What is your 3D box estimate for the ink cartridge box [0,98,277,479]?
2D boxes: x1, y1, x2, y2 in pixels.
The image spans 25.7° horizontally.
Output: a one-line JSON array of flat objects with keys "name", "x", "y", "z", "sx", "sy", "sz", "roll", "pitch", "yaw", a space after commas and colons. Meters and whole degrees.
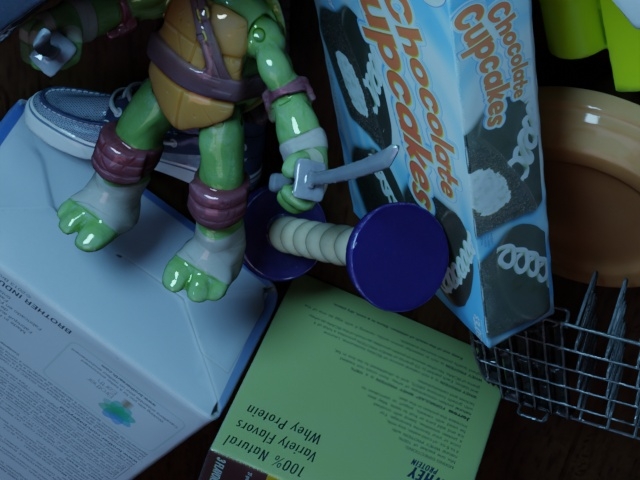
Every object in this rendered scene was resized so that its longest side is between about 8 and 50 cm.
[{"name": "ink cartridge box", "x": -0.255, "y": 0.094, "z": 1.231, "sx": 0.270, "sy": 0.151, "sz": 0.395, "roll": 38, "pitch": 138, "yaw": -10}]

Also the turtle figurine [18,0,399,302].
[{"name": "turtle figurine", "x": -0.100, "y": -0.066, "z": 0.908, "sx": 0.197, "sy": 0.275, "sz": 0.266, "roll": 3, "pitch": 135, "yaw": -18}]

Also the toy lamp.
[{"name": "toy lamp", "x": 0.000, "y": 0.000, "z": 1.007, "sx": 0.080, "sy": 0.080, "sz": 0.274, "roll": 47, "pitch": 167, "yaw": -21}]

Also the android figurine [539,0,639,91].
[{"name": "android figurine", "x": 0.249, "y": -0.169, "z": 0.834, "sx": 0.248, "sy": 0.056, "sz": 0.273, "roll": 2, "pitch": 133, "yaw": 23}]

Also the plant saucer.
[{"name": "plant saucer", "x": 0.184, "y": -0.027, "z": 0.974, "sx": 0.199, "sy": 0.037, "sz": 0.200, "roll": 20, "pitch": 150, "yaw": 12}]

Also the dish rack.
[{"name": "dish rack", "x": 0.246, "y": 0.095, "z": 1.035, "sx": 0.271, "sy": 0.074, "sz": 0.208, "roll": 14, "pitch": 154, "yaw": 18}]

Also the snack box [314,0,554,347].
[{"name": "snack box", "x": 0.065, "y": -0.106, "z": 0.895, "sx": 0.187, "sy": 0.060, "sz": 0.322, "roll": 47, "pitch": 156, "yaw": 46}]

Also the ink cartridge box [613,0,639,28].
[{"name": "ink cartridge box", "x": 0.274, "y": -0.189, "z": 0.721, "sx": 0.275, "sy": 0.060, "sz": 0.239, "roll": -30, "pitch": 112, "yaw": 38}]

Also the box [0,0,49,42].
[{"name": "box", "x": -0.195, "y": -0.353, "z": 0.748, "sx": 0.293, "sy": 0.212, "sz": 0.395, "roll": -26, "pitch": 116, "yaw": 40}]

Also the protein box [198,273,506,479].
[{"name": "protein box", "x": 0.023, "y": 0.171, "z": 1.150, "sx": 0.199, "sy": 0.201, "sz": 0.136, "roll": 23, "pitch": 136, "yaw": 3}]

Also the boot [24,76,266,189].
[{"name": "boot", "x": -0.130, "y": -0.103, "z": 1.068, "sx": 0.189, "sy": 0.069, "sz": 0.086, "roll": 15, "pitch": 129, "yaw": 0}]
